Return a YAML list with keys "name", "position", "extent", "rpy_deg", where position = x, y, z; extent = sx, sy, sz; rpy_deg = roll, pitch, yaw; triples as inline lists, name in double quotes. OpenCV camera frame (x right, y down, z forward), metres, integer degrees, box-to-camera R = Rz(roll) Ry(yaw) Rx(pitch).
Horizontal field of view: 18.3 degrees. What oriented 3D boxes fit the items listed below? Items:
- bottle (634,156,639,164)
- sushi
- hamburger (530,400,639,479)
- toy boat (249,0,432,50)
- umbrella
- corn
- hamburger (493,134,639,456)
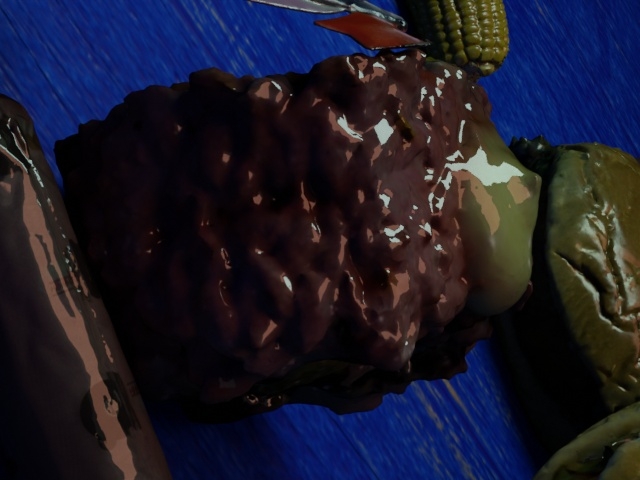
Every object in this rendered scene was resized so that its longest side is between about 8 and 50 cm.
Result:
- name: "bottle"
  position: [0.327, 0.001, 1.793]
  extent: [0.233, 0.110, 0.110]
  rpy_deg: [33, 42, -49]
- name: "sushi"
  position: [0.000, 0.000, 1.009]
  extent: [0.270, 0.237, 0.170]
  rpy_deg: [20, 59, -74]
- name: "hamburger"
  position: [0.214, 0.224, 1.295]
  extent: [0.209, 0.162, 0.330]
  rpy_deg: [16, 76, -37]
- name: "toy boat"
  position: [-0.114, -0.158, 0.951]
  extent: [0.219, 0.072, 0.318]
  rpy_deg: [-6, 38, -47]
- name: "umbrella"
  position: [-0.111, 0.094, 0.913]
  extent: [0.067, 0.073, 0.337]
  rpy_deg: [-21, 89, -49]
- name: "corn"
  position: [0.092, -0.235, 1.562]
  extent: [0.080, 0.080, 0.238]
  rpy_deg: [3, 68, -62]
- name: "hamburger"
  position: [0.213, 0.058, 1.502]
  extent: [0.211, 0.132, 0.308]
  rpy_deg: [-9, 80, -67]
